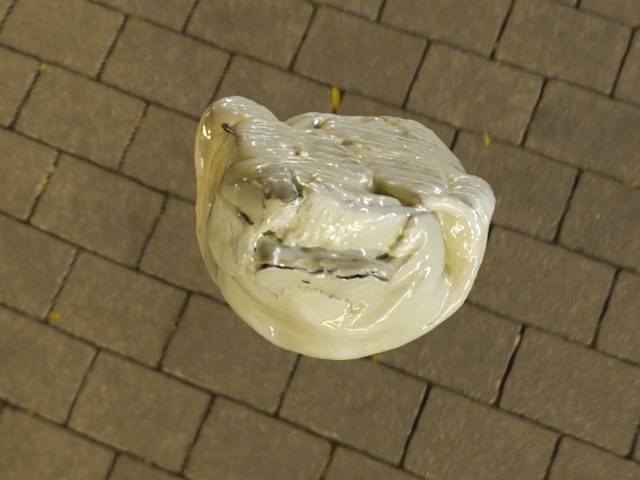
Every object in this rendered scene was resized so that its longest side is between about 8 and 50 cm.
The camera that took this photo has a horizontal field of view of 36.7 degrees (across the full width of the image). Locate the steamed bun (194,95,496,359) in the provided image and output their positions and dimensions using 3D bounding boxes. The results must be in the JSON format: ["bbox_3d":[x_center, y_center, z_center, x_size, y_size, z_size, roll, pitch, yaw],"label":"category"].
[{"bbox_3d":[0.000,0.000,1.047,0.346,0.394,0.238,23,113,22],"label":"steamed bun"}]
